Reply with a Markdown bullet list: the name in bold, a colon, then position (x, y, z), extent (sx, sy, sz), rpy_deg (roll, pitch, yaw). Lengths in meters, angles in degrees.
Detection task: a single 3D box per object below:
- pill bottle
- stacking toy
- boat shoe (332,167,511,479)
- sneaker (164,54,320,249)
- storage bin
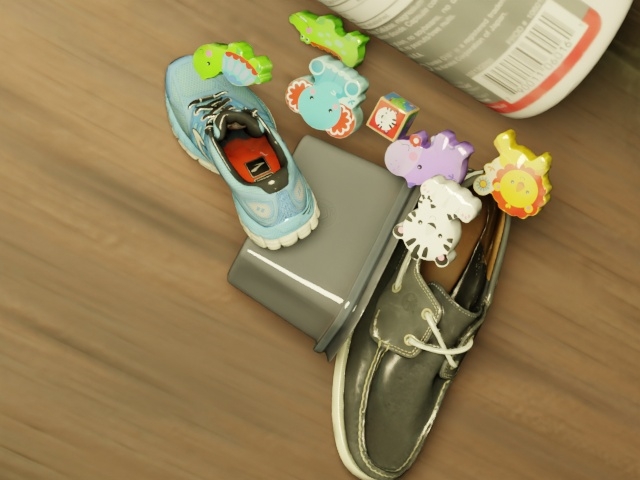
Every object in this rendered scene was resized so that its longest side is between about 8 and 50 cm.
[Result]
- **pill bottle**: position (0.062, -0.216, 1.209), extent (0.283, 0.161, 0.161), rpy_deg (30, 77, -20)
- **stacking toy**: position (0.036, -0.072, 1.166), extent (0.221, 0.167, 0.052), rpy_deg (35, 114, 13)
- **boat shoe**: position (0.072, 0.058, 1.251), extent (0.084, 0.079, 0.233), rpy_deg (24, 80, -24)
- **sneaker**: position (-0.053, -0.072, 1.167), extent (0.063, 0.073, 0.162), rpy_deg (-31, 57, -11)
- **storage bin**: position (0.000, 0.000, 1.214), extent (0.091, 0.098, 0.135), rpy_deg (29, 62, -1)
